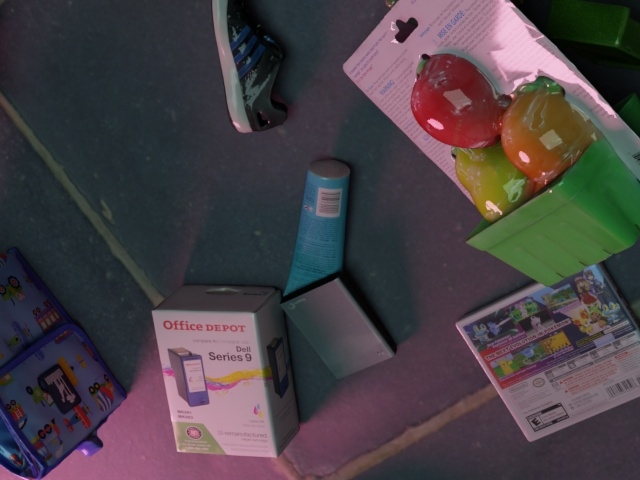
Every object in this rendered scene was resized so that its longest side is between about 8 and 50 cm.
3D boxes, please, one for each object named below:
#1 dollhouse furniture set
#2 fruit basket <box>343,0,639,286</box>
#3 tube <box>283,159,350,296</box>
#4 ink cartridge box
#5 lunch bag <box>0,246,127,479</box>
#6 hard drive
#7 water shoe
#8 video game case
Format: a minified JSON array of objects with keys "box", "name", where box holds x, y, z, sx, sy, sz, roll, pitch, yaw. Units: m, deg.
[{"box":[0.242,-0.310,1.454,0.301,0.151,0.198,15,95,34],"name":"dollhouse furniture set"},{"box":[0.206,-0.130,1.438,0.353,0.165,0.327,50,156,1],"name":"fruit basket"},{"box":[0.000,0.000,1.679,0.080,0.052,0.207,17,121,16],"name":"tube"},{"box":[-0.123,0.172,1.766,0.154,0.093,0.212,1,109,21],"name":"ink cartridge box"},{"box":[-0.411,0.188,1.807,0.293,0.221,0.138,47,119,-1],"name":"lunch bag"},{"box":[0.023,0.109,1.708,0.094,0.022,0.135,-25,113,27],"name":"hard drive"},{"box":[-0.084,-0.233,1.616,0.080,0.073,0.203,-8,113,1],"name":"water shoe"},{"box":[0.295,0.134,1.631,0.201,0.023,0.183,-29,98,29],"name":"video game case"}]
